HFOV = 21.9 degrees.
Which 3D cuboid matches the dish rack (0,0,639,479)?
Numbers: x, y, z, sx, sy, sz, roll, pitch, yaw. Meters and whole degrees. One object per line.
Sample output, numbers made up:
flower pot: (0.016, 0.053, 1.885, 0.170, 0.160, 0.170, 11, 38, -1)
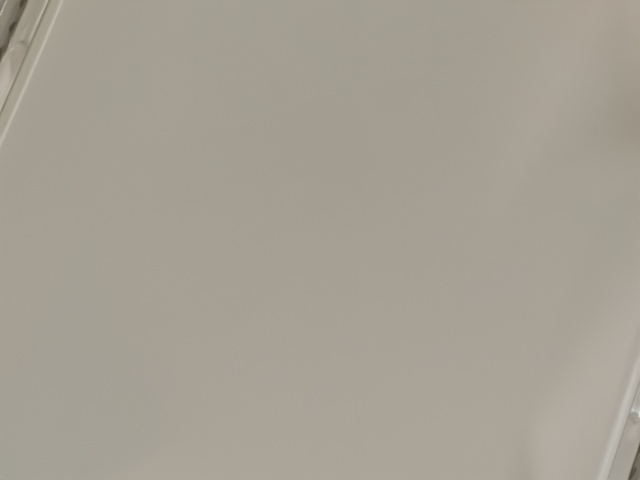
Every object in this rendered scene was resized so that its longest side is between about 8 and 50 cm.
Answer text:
dish rack: (0.000, 0.000, 0.554, 0.285, 0.072, 0.333, 21, -103, 1)
